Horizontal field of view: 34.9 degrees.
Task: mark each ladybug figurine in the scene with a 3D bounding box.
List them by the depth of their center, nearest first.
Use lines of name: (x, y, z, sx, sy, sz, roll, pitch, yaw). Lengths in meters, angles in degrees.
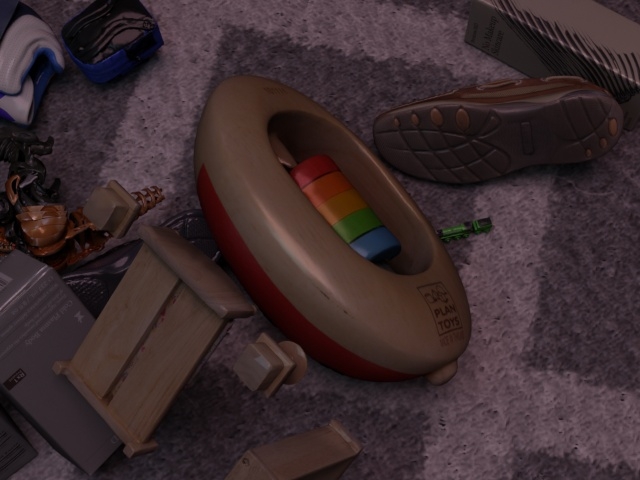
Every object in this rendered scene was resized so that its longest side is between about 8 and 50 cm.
ladybug figurine: (0.000, 0.000, 1.220, 0.305, 0.162, 0.449, -8, 57, -53)

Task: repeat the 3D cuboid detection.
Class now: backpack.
backpack: (-0.289, -0.275, 1.416, 0.120, 0.101, 0.098, -36, 68, -11)

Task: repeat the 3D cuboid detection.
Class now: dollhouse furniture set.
dollhouse furniture set: (-0.153, 0.164, 1.098, 0.355, 0.174, 0.303, 43, 109, 23)

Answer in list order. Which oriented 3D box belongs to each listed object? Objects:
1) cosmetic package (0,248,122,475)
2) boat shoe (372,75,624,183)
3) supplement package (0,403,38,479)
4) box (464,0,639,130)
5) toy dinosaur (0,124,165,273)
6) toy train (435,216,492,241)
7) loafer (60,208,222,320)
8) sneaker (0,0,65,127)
cosmetic package: (-0.301, 0.139, 1.147, 0.127, 0.238, 0.107, -48, 36, -20)
boat shoe: (0.234, -0.156, 1.368, 0.324, 0.123, 0.116, -2, 31, 9)
supplement package: (-0.455, 0.191, 1.146, 0.149, 0.203, 0.194, -38, 70, -16)
box: (0.343, -0.274, 1.412, 0.275, 0.113, 0.094, 31, 70, 15)
toy dinosaur: (-0.361, -0.015, 1.248, 0.322, 0.164, 0.218, 3, 39, -37)
toy train: (0.186, -0.014, 1.339, 0.083, 0.023, 0.017, -13, 66, -6)
loafer: (-0.254, 0.061, 1.283, 0.302, 0.095, 0.109, -31, 99, -9)
sneaker: (-0.503, -0.211, 1.370, 0.236, 0.130, 0.323, 39, 65, 20)
